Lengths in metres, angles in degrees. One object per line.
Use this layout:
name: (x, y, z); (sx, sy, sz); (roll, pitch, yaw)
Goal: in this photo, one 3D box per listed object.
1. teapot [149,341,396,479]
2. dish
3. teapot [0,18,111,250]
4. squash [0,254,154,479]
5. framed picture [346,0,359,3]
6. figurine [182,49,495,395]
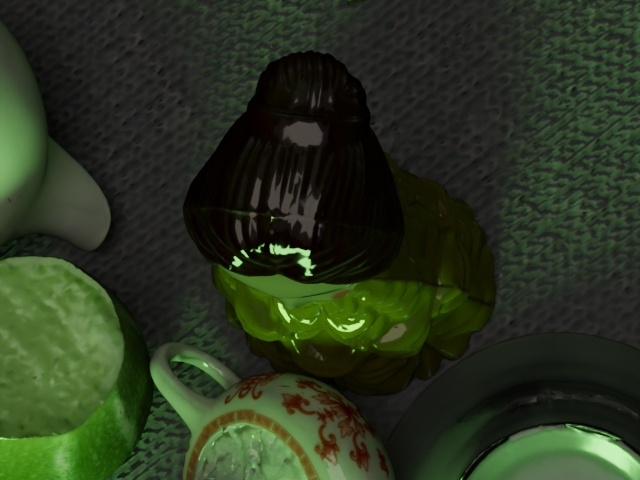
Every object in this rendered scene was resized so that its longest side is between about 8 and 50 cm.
teapot: (-0.027, 0.156, 1.022); (0.245, 0.116, 0.159); (44, 131, 28)
dish: (0.153, 0.186, 1.009); (0.260, 0.085, 0.260); (-1, 84, 9)
teapot: (-0.277, -0.090, 1.081); (0.298, 0.139, 0.204); (49, 124, 8)
squash: (-0.189, 0.083, 1.031); (0.170, 0.123, 0.170); (2, 73, -8)
framed picture: (0.064, -0.276, 1.113); (0.136, 0.010, 0.200); (-12, 81, 6)
figurine: (-0.001, 0.004, 0.935); (0.187, 0.315, 0.168); (35, 89, 11)
